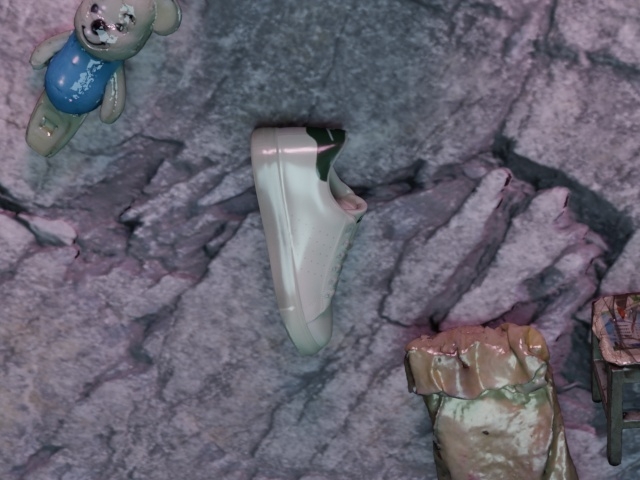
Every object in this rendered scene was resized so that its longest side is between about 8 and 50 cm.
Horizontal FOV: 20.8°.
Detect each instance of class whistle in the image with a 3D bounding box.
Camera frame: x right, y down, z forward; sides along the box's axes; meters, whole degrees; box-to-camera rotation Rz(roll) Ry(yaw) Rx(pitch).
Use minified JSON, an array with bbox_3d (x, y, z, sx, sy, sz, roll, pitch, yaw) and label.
[{"bbox_3d":[-0.231,-0.175,1.726,0.114,0.077,0.236,38,119,1],"label":"whistle"}]

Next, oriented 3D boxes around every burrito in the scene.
[{"bbox_3d":[0.206,0.236,1.957,0.175,0.107,0.348,-9,120,23],"label":"burrito"}]

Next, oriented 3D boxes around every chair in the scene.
[{"bbox_3d":[0.364,0.092,1.848,0.147,0.136,0.270,-4,122,1],"label":"chair"}]

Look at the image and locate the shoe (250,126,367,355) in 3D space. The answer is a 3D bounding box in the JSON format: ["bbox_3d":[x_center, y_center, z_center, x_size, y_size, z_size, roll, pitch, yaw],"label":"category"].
[{"bbox_3d":[0.000,0.000,1.819,0.110,0.095,0.265,-11,118,6],"label":"shoe"}]
